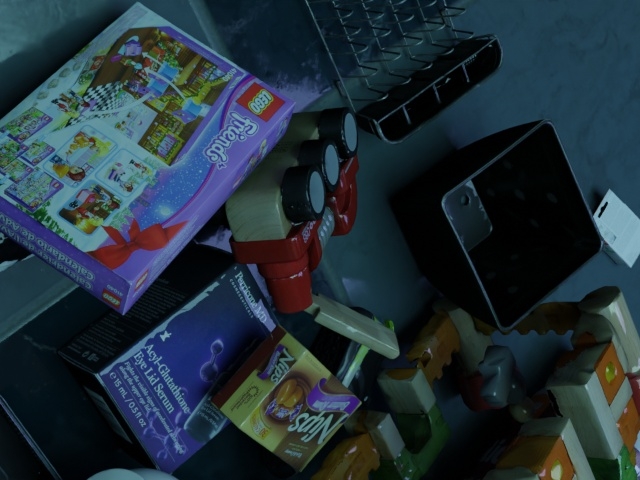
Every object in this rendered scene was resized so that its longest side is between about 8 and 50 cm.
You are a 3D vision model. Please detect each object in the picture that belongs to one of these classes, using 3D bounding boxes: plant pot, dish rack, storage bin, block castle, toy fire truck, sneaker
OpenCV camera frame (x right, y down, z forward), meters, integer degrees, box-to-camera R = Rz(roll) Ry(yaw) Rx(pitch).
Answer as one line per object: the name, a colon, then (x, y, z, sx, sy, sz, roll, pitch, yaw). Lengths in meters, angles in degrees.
plant pot: (0.200, -0.024, 1.541, 0.187, 0.167, 0.188, -36, 111, -23)
dish rack: (0.084, -0.274, 1.476, 0.208, 0.074, 0.272, -37, 117, -24)
storage bin: (-0.348, 0.237, 1.274, 0.122, 0.084, 0.180, -40, 119, -22)
block castle: (0.198, 0.260, 1.450, 0.453, 0.303, 0.213, -49, 122, -40)
toy fire truck: (0.000, 0.000, 1.381, 0.217, 0.158, 0.246, -63, 145, -56)
sneaker: (0.023, 0.192, 1.518, 0.097, 0.084, 0.235, 38, 78, -36)

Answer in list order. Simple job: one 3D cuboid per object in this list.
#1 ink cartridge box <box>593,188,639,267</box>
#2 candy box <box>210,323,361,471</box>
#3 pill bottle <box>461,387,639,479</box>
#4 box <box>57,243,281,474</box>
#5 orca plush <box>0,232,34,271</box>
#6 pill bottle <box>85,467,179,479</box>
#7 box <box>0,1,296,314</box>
ink cartridge box: (0.415, -0.019, 1.778, 0.115, 0.029, 0.063, 39, 77, -32)
candy box: (-0.034, 0.175, 1.368, 0.109, 0.053, 0.187, -48, 148, -6)
pill bottle: (0.317, 0.335, 1.662, 0.392, 0.224, 0.224, -46, 121, -19)
box: (-0.151, 0.126, 1.372, 0.207, 0.108, 0.153, -40, 118, -21)
orca plush: (-0.243, -0.057, 1.275, 0.287, 0.102, 0.151, -27, 113, -28)
pill bottle: (-0.174, 0.331, 1.317, 0.146, 0.146, 0.264, -49, 149, -17)
box: (-0.183, -0.089, 1.216, 0.201, 0.057, 0.293, 33, 51, 7)
